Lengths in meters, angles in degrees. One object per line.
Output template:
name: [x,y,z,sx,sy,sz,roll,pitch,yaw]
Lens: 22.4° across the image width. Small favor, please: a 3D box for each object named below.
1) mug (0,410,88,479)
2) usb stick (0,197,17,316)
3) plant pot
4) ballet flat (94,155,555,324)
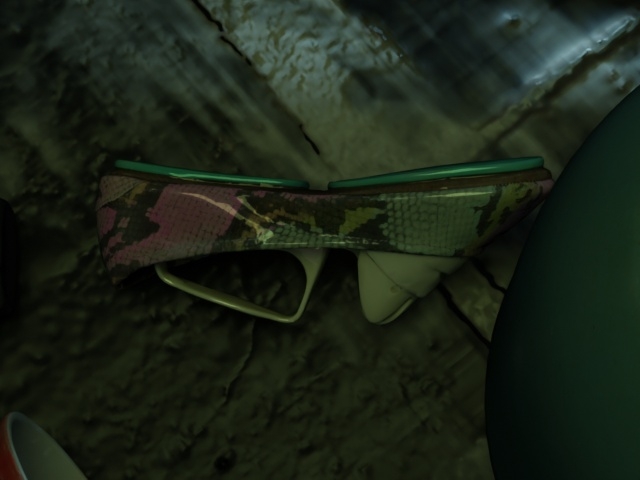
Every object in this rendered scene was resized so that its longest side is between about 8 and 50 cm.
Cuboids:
mug: [-0.176,0.164,0.725,0.169,0.150,0.113,-35,108,0]
usb stick: [-0.289,0.020,0.800,0.278,0.045,0.077,-5,71,5]
plant pot: [0.207,0.040,0.634,0.293,0.235,0.293,-2,72,7]
ballet flat: [0.000,0.000,0.764,0.221,0.077,0.079,0,91,12]
